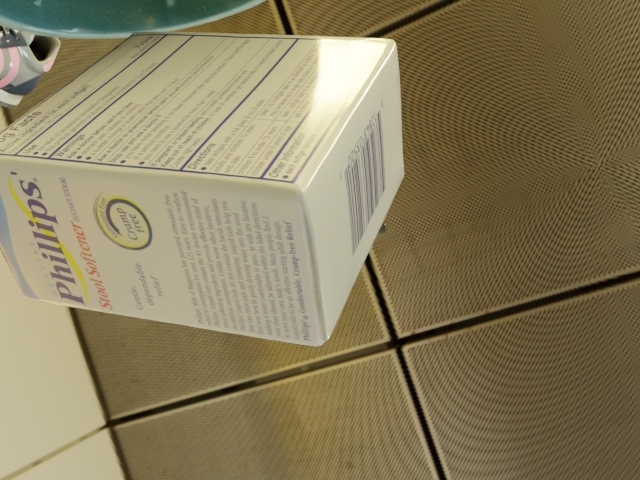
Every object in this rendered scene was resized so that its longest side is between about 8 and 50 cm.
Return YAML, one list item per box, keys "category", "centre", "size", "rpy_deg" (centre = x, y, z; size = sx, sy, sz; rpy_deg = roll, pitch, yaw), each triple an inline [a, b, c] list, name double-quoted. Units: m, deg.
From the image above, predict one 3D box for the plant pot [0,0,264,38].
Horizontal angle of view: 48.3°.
- category: "plant pot"
  centre: [-0.206, -0.422, 0.717]
  size: [0.341, 0.341, 0.334]
  rpy_deg: [-11, -90, 22]

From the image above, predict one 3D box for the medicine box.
- category: "medicine box"
  centre: [-0.096, -0.066, 0.634]
  size: [0.289, 0.263, 0.149]
  rpy_deg: [6, -52, 18]

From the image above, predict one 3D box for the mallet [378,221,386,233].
- category: "mallet"
  centre: [0.000, 0.000, 0.981]
  size: [0.189, 0.039, 0.062]
  rpy_deg: [-1, -124, -8]

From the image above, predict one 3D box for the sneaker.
- category: "sneaker"
  centre: [-0.451, -0.268, 0.936]
  size: [0.131, 0.319, 0.112]
  rpy_deg: [-44, -88, 3]
